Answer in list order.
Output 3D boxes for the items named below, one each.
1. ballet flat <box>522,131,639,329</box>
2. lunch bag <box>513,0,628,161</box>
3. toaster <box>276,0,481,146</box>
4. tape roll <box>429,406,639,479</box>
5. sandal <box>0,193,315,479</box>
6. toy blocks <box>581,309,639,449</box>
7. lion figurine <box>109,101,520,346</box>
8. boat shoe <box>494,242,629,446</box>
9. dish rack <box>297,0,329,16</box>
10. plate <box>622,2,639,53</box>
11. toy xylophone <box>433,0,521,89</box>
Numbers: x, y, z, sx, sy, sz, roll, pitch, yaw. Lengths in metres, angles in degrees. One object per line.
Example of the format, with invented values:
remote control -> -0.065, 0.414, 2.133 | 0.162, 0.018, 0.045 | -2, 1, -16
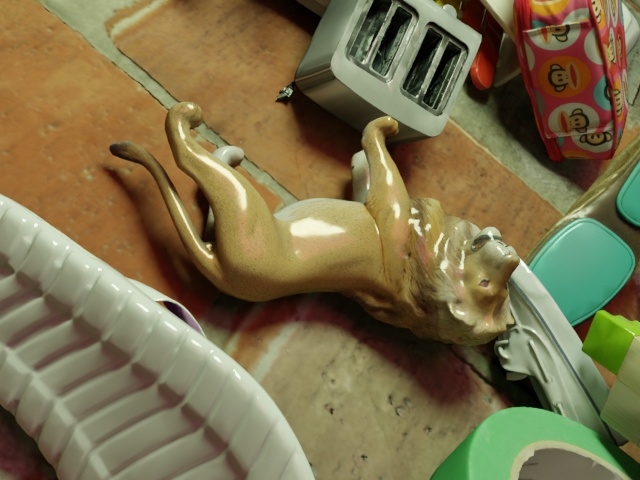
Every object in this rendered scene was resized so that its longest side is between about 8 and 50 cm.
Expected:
ballet flat -> 0.341, -0.017, 1.024 | 0.116, 0.124, 0.342 | 39, 86, -2
lunch bag -> 0.358, -0.282, 1.157 | 0.258, 0.120, 0.293 | -62, 141, -41
toaster -> 0.073, -0.208, 0.978 | 0.168, 0.110, 0.186 | 29, 80, -21
tape roll -> 0.239, 0.296, 0.735 | 0.321, 0.077, 0.321 | 26, 30, -17
sandal -> -0.147, 0.112, 0.652 | 0.416, 0.169, 0.102 | 47, 7, 4
toy blocks -> 0.468, 0.193, 0.791 | 0.260, 0.191, 0.381 | -2, 27, -35
lion figurine -> 0.000, 0.000, 0.831 | 0.392, 0.142, 0.240 | -3, 69, -19
boat shoe -> 0.231, 0.120, 0.903 | 0.084, 0.095, 0.258 | -32, 79, 2
dish rack -> -0.021, -0.410, 1.119 | 0.332, 0.072, 0.286 | 30, 47, -12
plate -> 0.421, -0.401, 1.421 | 0.277, 0.045, 0.278 | 42, 47, -1
toy xylophone -> 0.208, -0.373, 1.155 | 0.323, 0.081, 0.236 | 47, 50, -27
